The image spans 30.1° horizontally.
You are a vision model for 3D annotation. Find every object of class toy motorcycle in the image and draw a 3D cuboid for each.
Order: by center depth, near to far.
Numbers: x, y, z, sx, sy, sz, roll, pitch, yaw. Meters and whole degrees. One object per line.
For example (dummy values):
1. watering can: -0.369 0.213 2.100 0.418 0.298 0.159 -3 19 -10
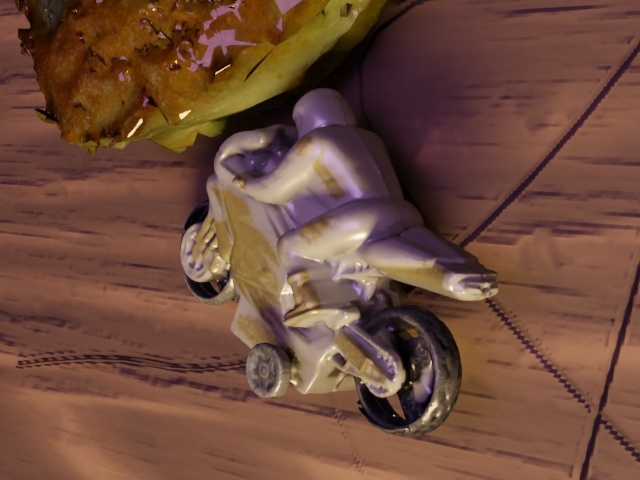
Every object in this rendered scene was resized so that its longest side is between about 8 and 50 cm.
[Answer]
1. toy motorcycle: 0.000 0.000 0.615 0.229 0.074 0.151 30 110 47

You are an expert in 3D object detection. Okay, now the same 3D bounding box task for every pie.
1. pie: -0.058 -0.219 0.665 0.354 0.103 0.288 -53 56 17
